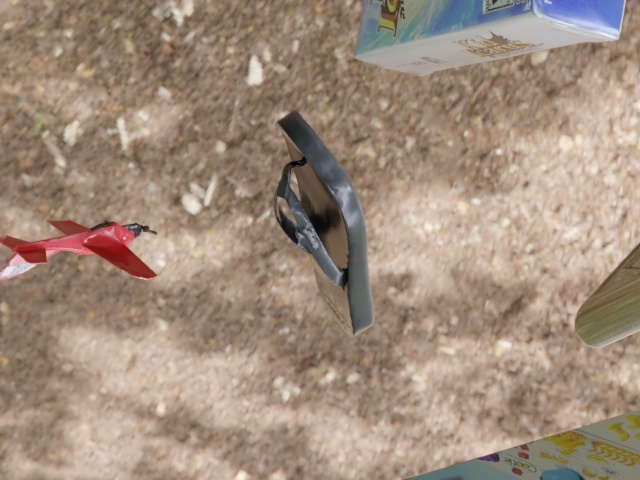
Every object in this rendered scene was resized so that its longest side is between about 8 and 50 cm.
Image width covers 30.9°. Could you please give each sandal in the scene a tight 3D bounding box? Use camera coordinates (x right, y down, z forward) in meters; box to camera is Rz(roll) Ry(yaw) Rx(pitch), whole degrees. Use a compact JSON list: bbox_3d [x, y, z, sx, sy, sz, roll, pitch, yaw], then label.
[{"bbox_3d":[0.000,0.001,1.016,0.054,0.097,0.254,-27,135,-14],"label":"sandal"}]

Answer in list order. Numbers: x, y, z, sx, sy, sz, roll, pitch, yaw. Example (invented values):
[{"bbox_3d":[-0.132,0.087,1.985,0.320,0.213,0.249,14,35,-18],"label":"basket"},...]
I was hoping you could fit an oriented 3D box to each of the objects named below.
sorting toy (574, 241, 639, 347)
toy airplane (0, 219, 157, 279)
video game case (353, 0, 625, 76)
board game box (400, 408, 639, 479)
[{"bbox_3d":[0.261,-0.026,0.692,0.038,0.208,0.193,46,148,-2],"label":"sorting toy"},{"bbox_3d":[-0.211,0.003,0.990,0.151,0.151,0.028,9,114,14],"label":"toy airplane"},{"bbox_3d":[0.110,-0.246,0.702,0.061,0.269,0.244,10,179,-19],"label":"video game case"},{"bbox_3d":[0.121,0.184,0.521,0.275,0.144,0.142,-11,109,-23],"label":"board game box"}]
